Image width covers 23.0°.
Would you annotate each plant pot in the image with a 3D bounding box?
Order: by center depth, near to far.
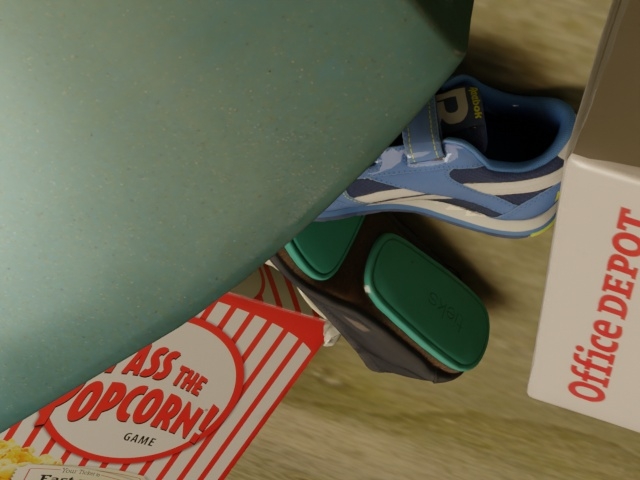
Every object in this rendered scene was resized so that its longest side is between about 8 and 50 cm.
[{"bbox_3d":[-0.074,-0.072,0.499,0.234,0.166,0.165,-25,124,32],"label":"plant pot"}]

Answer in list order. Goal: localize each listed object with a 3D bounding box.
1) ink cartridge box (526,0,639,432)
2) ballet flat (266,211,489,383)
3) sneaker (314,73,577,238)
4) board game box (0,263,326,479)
[{"bbox_3d":[0.197,0.014,0.522,0.237,0.100,0.172,18,151,13],"label":"ink cartridge box"},{"bbox_3d":[0.000,0.000,0.693,0.074,0.074,0.203,-1,145,40],"label":"ballet flat"},{"bbox_3d":[0.031,-0.039,0.593,0.144,0.053,0.059,3,150,-13],"label":"sneaker"},{"bbox_3d":[-0.105,0.078,0.781,0.146,0.045,0.193,17,121,-30],"label":"board game box"}]
